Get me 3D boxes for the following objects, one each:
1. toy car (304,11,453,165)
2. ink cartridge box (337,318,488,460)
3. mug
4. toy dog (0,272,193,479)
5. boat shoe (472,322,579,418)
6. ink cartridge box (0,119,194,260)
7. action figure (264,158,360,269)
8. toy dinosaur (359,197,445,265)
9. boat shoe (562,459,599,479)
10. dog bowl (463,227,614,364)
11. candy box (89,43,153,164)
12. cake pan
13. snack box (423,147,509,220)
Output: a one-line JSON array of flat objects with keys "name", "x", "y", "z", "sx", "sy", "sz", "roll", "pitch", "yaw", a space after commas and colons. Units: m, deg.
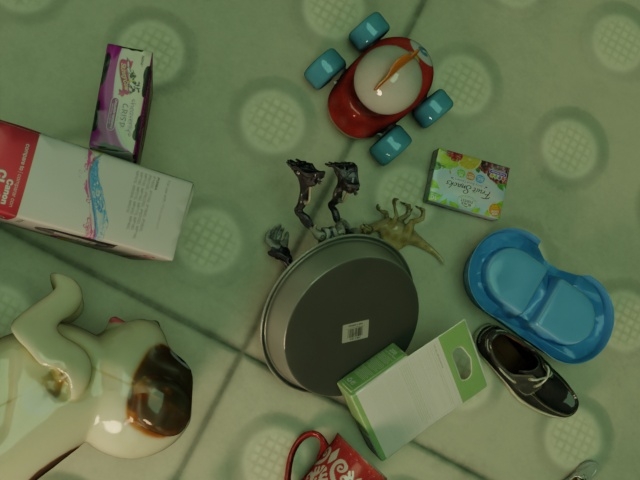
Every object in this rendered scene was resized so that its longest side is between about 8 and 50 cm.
[{"name": "toy car", "x": 0.122, "y": -0.276, "z": 1.466, "sx": 0.210, "sy": 0.238, "sz": 0.219, "roll": -41, "pitch": 94, "yaw": -13}, {"name": "ink cartridge box", "x": 0.161, "y": 0.245, "z": 1.481, "sx": 0.235, "sy": 0.056, "sz": 0.171, "roll": -33, "pitch": 124, "yaw": -14}, {"name": "mug", "x": 0.004, "y": 0.415, "z": 1.461, "sx": 0.169, "sy": 0.150, "sz": 0.113, "roll": -48, "pitch": 132, "yaw": -8}, {"name": "toy dog", "x": -0.389, "y": 0.237, "z": 1.280, "sx": 0.407, "sy": 0.284, "sz": 0.396, "roll": -7, "pitch": 70, "yaw": -19}, {"name": "boat shoe", "x": 0.374, "y": 0.239, "z": 1.555, "sx": 0.233, "sy": 0.079, "sz": 0.084, "roll": 42, "pitch": 77, "yaw": -7}, {"name": "ink cartridge box", "x": -0.377, "y": -0.068, "z": 1.307, "sx": 0.306, "sy": 0.226, "sz": 0.131, "roll": 19, "pitch": 80, "yaw": -27}, {"name": "action figure", "x": 0.000, "y": 0.000, "z": 1.472, "sx": 0.163, "sy": 0.141, "sz": 0.276, "roll": -4, "pitch": 112, "yaw": -20}, {"name": "toy dinosaur", "x": 0.149, "y": -0.021, "z": 1.553, "sx": 0.183, "sy": 0.053, "sz": 0.093, "roll": 19, "pitch": 92, "yaw": -22}, {"name": "boat shoe", "x": 0.468, "y": 0.434, "z": 1.577, "sx": 0.100, "sy": 0.035, "sz": 0.035, "roll": -29, "pitch": 91, "yaw": -13}, {"name": "dog bowl", "x": 0.385, "y": 0.101, "z": 1.572, "sx": 0.297, "sy": 0.074, "sz": 0.166, "roll": 34, "pitch": 79, "yaw": -8}, {"name": "candy box", "x": -0.309, "y": -0.194, "z": 1.369, "sx": 0.071, "sy": 0.233, "sz": 0.159, "roll": 10, "pitch": 84, "yaw": -11}, {"name": "cake pan", "x": 0.043, "y": 0.134, "z": 1.433, "sx": 0.293, "sy": 0.054, "sz": 0.293, "roll": -12, "pitch": 117, "yaw": -25}, {"name": "snack box", "x": 0.265, "y": -0.100, "z": 1.583, "sx": 0.141, "sy": 0.037, "sz": 0.100, "roll": 14, "pitch": 83, "yaw": -10}]
